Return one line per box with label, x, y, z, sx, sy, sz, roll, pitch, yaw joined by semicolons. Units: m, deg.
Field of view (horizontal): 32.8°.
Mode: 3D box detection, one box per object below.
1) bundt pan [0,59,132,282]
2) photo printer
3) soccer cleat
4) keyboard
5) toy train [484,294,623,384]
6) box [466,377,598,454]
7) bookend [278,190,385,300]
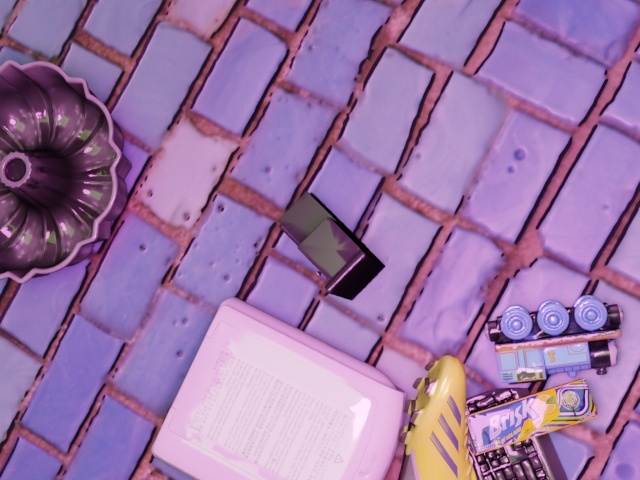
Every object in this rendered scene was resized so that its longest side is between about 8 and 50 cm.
bundt pan;-0.428;-0.095;1.631;0.330;0.124;0.331;-2;82;13
photo printer;-0.048;0.255;1.509;0.307;0.107;0.256;25;89;14
soccer cleat;0.158;0.284;1.417;0.121;0.093;0.289;13;107;1
keyboard;0.243;0.369;1.467;0.201;0.033;0.317;-24;78;10
toy train;0.315;0.134;1.456;0.184;0.080;0.105;-8;91;10
box;0.275;0.233;1.438;0.168;0.059;0.054;-19;80;3
bookend;0.000;0.000;1.502;0.072;0.157;0.156;-46;77;4
